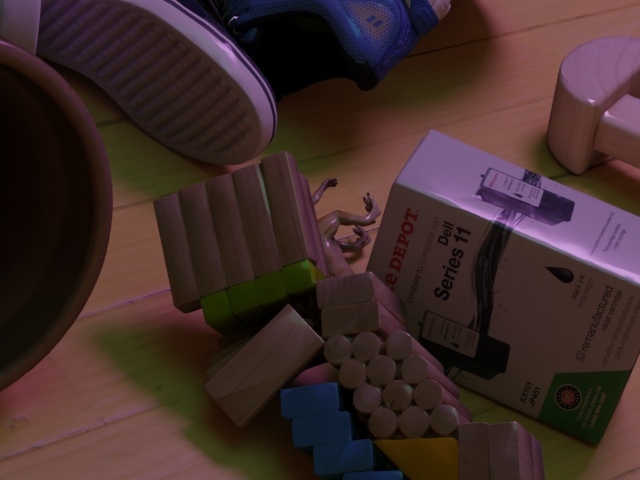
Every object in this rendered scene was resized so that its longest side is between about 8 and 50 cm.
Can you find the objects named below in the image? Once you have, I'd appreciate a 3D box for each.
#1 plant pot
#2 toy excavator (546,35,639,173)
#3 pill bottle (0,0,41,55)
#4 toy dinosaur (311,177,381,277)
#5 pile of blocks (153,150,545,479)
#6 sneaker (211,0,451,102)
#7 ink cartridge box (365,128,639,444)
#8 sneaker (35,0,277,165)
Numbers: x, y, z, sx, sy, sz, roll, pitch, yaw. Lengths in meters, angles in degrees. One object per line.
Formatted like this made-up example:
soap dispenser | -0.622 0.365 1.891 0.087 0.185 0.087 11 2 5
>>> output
plant pot | -0.299 -0.043 1.298 0.263 0.263 0.229 -6 23 -29
toy excavator | 0.479 -0.069 1.682 0.445 0.222 0.433 -15 44 -25
pill bottle | -0.358 -0.186 1.515 0.264 0.153 0.153 4 37 -17
toy dinosaur | 0.000 0.000 1.512 0.092 0.053 0.183 -25 41 -27
pile of blocks | 0.021 0.099 1.352 0.362 0.149 0.112 50 3 25
sneaker | -0.056 -0.208 1.678 0.330 0.130 0.147 19 66 38
ink cartridge box | 0.139 0.033 1.426 0.208 0.153 0.087 23 37 11
sneaker | -0.141 -0.181 1.622 0.321 0.126 0.127 32 44 23
